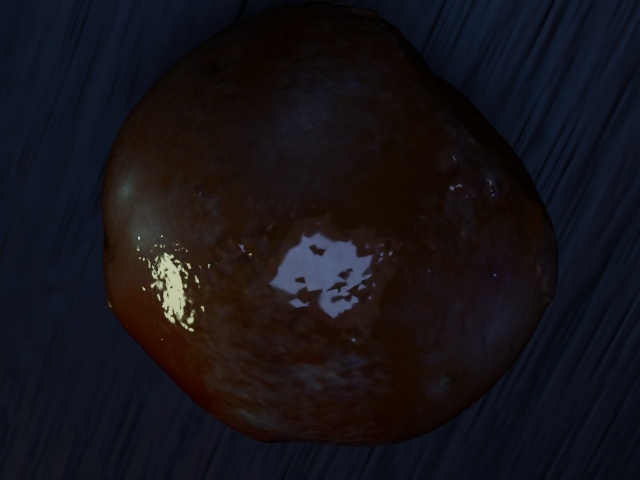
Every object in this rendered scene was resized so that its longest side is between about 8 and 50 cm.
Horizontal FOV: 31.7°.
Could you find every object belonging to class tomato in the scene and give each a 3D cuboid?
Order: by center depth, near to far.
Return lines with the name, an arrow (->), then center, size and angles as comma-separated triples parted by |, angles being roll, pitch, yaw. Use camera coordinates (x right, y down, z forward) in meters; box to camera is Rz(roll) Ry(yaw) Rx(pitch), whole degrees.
tomato -> 0.000, 0.000, 0.524 | 0.184, 0.208, 0.208 | -40, 107, 14
